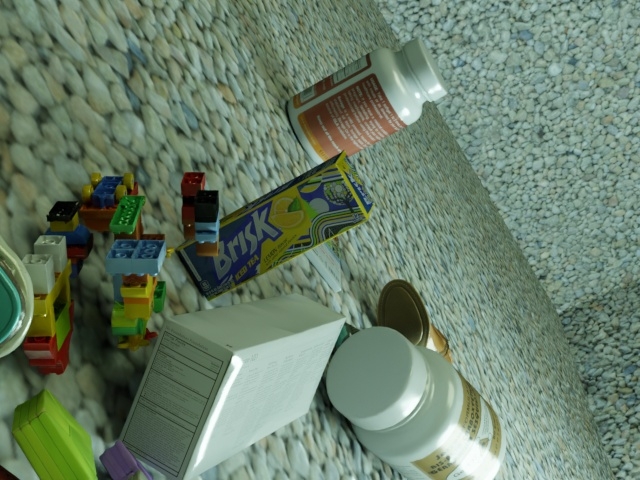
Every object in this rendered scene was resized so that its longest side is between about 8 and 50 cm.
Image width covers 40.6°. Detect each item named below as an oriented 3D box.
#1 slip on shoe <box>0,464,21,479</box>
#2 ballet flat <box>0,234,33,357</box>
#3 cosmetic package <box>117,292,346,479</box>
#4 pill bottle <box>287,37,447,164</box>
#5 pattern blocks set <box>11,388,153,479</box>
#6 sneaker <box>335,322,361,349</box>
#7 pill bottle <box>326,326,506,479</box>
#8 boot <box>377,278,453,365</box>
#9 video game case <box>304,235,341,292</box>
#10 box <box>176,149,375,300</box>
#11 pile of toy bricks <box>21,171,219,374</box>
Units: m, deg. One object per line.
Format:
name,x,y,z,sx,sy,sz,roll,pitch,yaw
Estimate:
slip on shoe,-0.155,0.133,0.359,0.331,0.101,0.123,56,21,-18
ballet flat,-0.235,-0.043,0.442,0.248,0.086,0.086,61,18,-14
cosmetic package,-0.057,0.101,0.668,0.060,0.099,0.239,27,8,17
pill bottle,0.070,-0.205,1.268,0.121,0.216,0.121,53,21,-30
pattern blocks set,-0.052,0.189,0.420,0.285,0.026,0.325,58,-13,-18
sneaker,0.076,0.139,1.036,0.166,0.076,0.065,45,24,-44
pill bottle,0.107,0.191,0.959,0.229,0.131,0.131,45,25,-43
boot,0.140,0.132,1.242,0.152,0.072,0.197,-46,120,-70
video game case,0.000,0.000,1.123,0.087,0.011,0.122,52,21,-30
box,-0.040,-0.012,0.768,0.059,0.168,0.054,60,19,-9
pile of toy bricks,-0.131,0.027,0.601,0.212,0.118,0.105,-94,-174,-69
